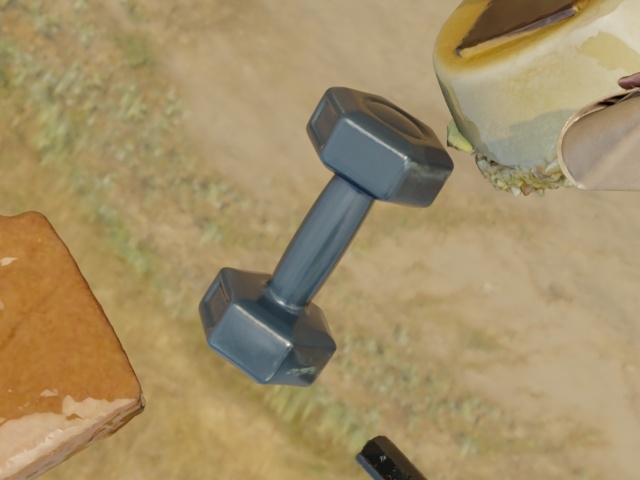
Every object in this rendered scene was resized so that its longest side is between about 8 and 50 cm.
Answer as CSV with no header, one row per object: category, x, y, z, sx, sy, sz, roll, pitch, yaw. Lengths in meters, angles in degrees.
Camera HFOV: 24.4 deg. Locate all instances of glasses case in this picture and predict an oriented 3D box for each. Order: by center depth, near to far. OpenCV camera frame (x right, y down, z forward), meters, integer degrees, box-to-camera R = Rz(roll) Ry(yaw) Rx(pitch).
glasses case,0.245,-0.085,0.907,0.194,0.070,0.102,-1,148,-29

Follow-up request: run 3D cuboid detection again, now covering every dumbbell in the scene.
dumbbell,0.000,0.000,1.558,0.156,0.316,0.143,9,-151,-51

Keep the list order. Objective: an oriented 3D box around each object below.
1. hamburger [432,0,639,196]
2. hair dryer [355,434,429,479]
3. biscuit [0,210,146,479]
hamburger,0.241,-0.163,1.283,0.302,0.302,0.170,-11,123,48
hair dryer,0.114,0.304,1.582,0.089,0.197,0.251,48,180,-45
biscuit,-0.233,0.043,0.724,0.306,0.283,0.043,10,152,8
